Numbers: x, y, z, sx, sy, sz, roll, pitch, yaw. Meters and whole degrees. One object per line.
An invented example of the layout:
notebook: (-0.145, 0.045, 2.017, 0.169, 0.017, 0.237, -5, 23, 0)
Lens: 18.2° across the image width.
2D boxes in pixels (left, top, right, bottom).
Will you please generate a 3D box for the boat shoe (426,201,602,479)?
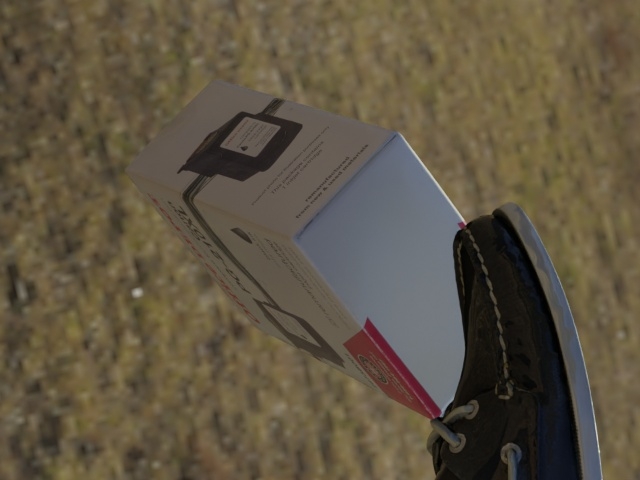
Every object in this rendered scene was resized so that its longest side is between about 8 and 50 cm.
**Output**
boat shoe: (0.103, 0.131, 1.069, 0.114, 0.091, 0.302, 97, -19, -76)

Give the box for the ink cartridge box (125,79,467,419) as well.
ink cartridge box: (0.000, 0.000, 1.302, 0.100, 0.237, 0.172, -46, 120, -13)
